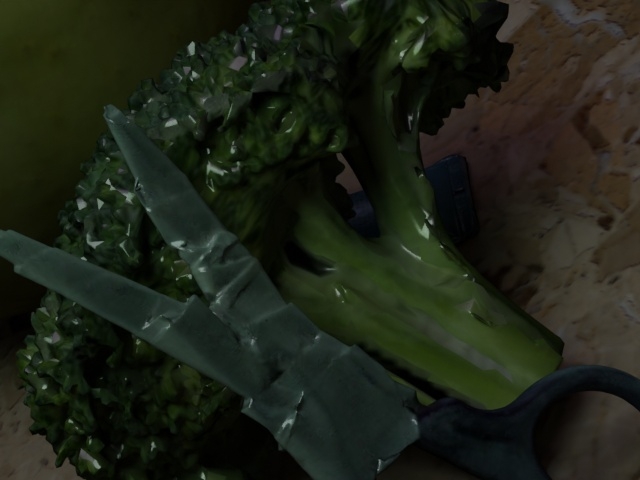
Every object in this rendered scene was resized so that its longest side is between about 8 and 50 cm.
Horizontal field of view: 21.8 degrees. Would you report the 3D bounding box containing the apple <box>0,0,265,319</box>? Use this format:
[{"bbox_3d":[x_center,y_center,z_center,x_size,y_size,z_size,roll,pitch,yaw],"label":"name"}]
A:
[{"bbox_3d":[-0.263,-0.178,1.204,0.474,0.473,0.473,-19,43,19],"label":"apple"}]

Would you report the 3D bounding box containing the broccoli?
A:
[{"bbox_3d":[-0.010,0.007,1.012,0.375,0.302,0.249,-58,20,-8],"label":"broccoli"}]

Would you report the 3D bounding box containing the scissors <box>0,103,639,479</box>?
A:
[{"bbox_3d":[-0.003,0.087,0.858,0.256,0.383,0.029,-53,10,-17],"label":"scissors"}]

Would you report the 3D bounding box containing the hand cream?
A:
[{"bbox_3d":[0.000,0.000,1.163,0.224,0.048,0.083,-17,44,12],"label":"hand cream"}]
